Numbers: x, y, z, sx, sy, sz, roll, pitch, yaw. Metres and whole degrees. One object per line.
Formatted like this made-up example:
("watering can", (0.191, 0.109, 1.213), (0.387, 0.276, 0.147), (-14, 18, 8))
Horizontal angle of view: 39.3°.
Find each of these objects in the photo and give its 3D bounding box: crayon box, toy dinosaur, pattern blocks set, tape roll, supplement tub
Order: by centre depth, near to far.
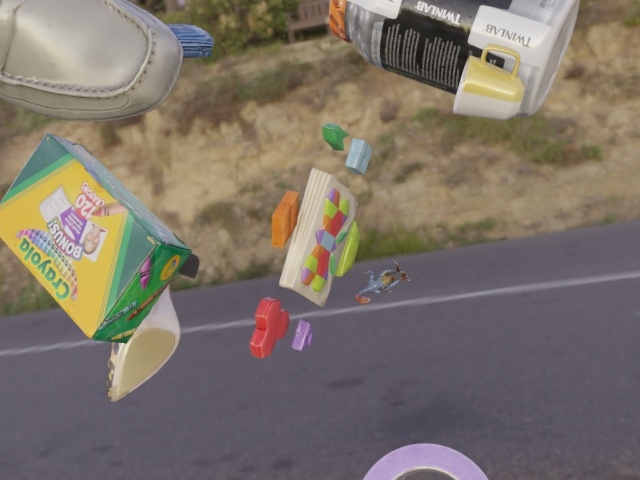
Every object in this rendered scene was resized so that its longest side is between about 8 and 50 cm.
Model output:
("tape roll", (0.140, 0.366, 1.181), (0.189, 0.189, 0.080), (-10, -18, 6))
("crayon box", (-0.329, -0.006, 1.260), (0.278, 0.165, 0.081), (40, 9, 28))
("supplement tub", (0.184, -0.310, 1.263), (0.316, 0.193, 0.193), (22, 17, 16))
("pattern blocks set", (0.000, 0.000, 1.265), (0.026, 0.324, 0.285), (14, 5, 23))
("toy dinosaur", (0.090, 0.070, 1.324), (0.082, 0.047, 0.090), (-35, -32, -2))

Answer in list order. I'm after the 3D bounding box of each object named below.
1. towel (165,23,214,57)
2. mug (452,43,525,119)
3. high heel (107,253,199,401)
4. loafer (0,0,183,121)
("towel", (-0.183, -0.223, 0.991), (0.119, 0.029, 0.067), (-5, 29, -21))
("mug", (0.177, -0.156, 0.924), (0.064, 0.062, 0.078), (16, -17, 2))
("high heel", (-0.301, 0.123, 1.444), (0.093, 0.261, 0.186), (34, -14, -37))
("loafer", (-0.257, -0.170, 0.695), (0.319, 0.112, 0.111), (16, -5, 21))
